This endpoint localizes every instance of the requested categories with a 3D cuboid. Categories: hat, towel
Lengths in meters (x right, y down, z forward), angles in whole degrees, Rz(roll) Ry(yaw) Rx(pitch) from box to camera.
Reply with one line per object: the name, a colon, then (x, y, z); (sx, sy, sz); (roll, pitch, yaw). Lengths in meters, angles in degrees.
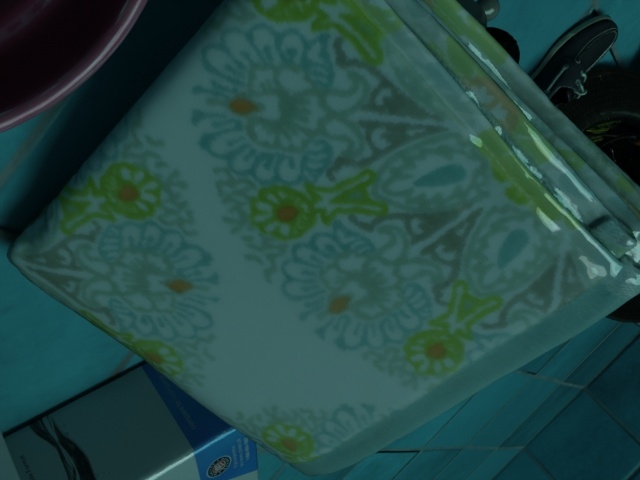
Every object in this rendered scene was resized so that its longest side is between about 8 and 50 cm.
hat: (0.374, -0.057, 1.013); (0.331, 0.331, 0.134); (-33, -174, -15)
towel: (0.000, 0.000, 0.544); (0.374, 0.320, 0.090); (-39, -162, 29)

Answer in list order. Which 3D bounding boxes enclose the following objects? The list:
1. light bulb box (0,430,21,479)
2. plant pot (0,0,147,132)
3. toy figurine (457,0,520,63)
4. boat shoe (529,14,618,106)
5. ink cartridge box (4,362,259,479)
light bulb box: (-0.346, 0.276, 0.442); (0.361, 0.358, 0.225); (-18, 153, -33)
plant pot: (-0.185, -0.161, 0.287); (0.201, 0.180, 0.201); (-29, 146, -22)
toy figurine: (0.111, -0.226, 0.562); (0.213, 0.148, 0.210); (10, 122, -52)
boat shoe: (0.281, -0.175, 0.887); (0.206, 0.065, 0.075); (-43, 148, 1)
ink cartridge box: (-0.228, 0.275, 0.811); (0.307, 0.129, 0.223); (-27, 145, -24)
